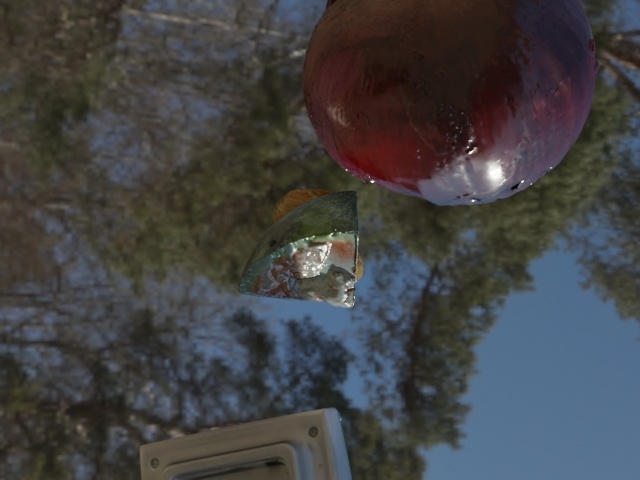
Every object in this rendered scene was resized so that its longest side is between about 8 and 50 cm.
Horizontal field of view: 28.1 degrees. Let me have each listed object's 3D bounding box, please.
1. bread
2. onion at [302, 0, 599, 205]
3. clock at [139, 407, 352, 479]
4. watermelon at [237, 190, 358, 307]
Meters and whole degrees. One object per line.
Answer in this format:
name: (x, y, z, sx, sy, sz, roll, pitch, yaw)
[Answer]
bread: (0.000, 0.000, 1.228, 0.083, 0.044, 0.110, -2, -65, 51)
onion: (0.118, -0.159, 1.190, 0.276, 0.276, 0.276, -5, -96, 51)
clock: (-0.091, 0.336, 1.552, 0.262, 0.116, 0.231, -13, -104, 13)
watermelon: (0.003, 0.008, 0.684, 0.085, 0.085, 0.061, -25, -86, 48)
